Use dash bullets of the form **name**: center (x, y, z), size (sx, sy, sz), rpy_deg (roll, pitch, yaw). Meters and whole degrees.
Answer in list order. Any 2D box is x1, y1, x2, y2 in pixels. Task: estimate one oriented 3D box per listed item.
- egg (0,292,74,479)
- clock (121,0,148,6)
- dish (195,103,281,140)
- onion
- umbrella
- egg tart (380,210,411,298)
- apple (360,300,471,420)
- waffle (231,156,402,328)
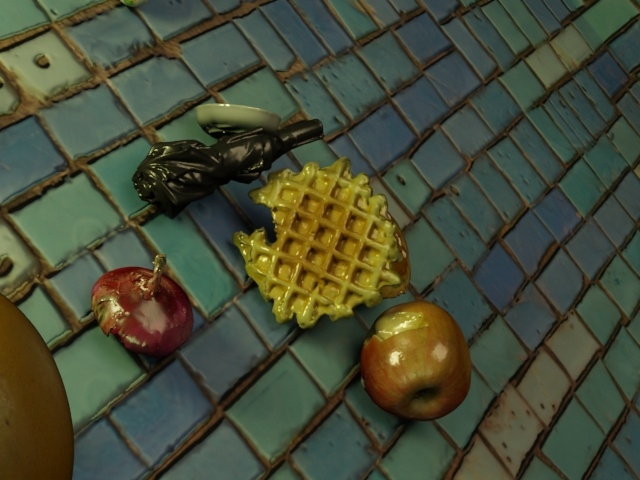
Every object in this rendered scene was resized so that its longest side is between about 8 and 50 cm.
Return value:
- **egg**: center (-0.407, 0.191, 1.431), size (0.351, 0.282, 0.282), rpy_deg (56, 36, 5)
- **clock**: center (-0.325, -0.482, 2.270), size (0.166, 0.093, 0.162), rpy_deg (44, 39, -12)
- **dish**: center (-0.138, -0.169, 2.200), size (0.141, 0.141, 0.078), rpy_deg (12, 82, -42)
- **onion**: center (-0.229, 0.076, 1.851), size (0.150, 0.140, 0.150), rpy_deg (26, 29, -16)
- **umbrella**: center (-0.134, -0.130, 2.095), size (0.340, 0.118, 0.118), rpy_deg (-22, 76, -32)
- **egg tart**: center (0.048, 0.006, 2.249), size (0.241, 0.106, 0.241), rpy_deg (32, 38, -28)
- **apple**: center (0.153, 0.186, 2.159), size (0.199, 0.199, 0.199), rpy_deg (29, 42, -29)
- **waffle**: center (0.000, -0.001, 2.117), size (0.250, 0.056, 0.261), rpy_deg (-24, 77, -8)
